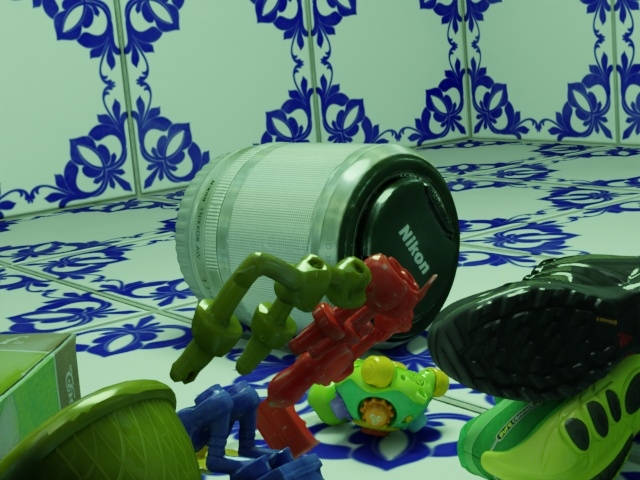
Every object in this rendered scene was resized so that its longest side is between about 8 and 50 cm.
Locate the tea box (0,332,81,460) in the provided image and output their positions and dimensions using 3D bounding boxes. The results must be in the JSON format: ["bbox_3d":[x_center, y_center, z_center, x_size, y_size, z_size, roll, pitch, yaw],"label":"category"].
[{"bbox_3d":[-0.291,0.183,0.486,0.329,0.219,0.323,-3,11,8],"label":"tea box"}]

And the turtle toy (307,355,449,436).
[{"bbox_3d":[0.042,0.132,1.017,0.095,0.066,0.130,17,-9,-41],"label":"turtle toy"}]

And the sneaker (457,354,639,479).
[{"bbox_3d":[0.203,0.113,0.933,0.124,0.109,0.296,7,16,34],"label":"sneaker"}]

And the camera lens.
[{"bbox_3d":[0.000,0.000,1.324,0.274,0.219,0.219,6,15,44],"label":"camera lens"}]

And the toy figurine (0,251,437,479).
[{"bbox_3d":[0.019,0.147,0.556,0.191,0.217,0.362,-37,-12,8],"label":"toy figurine"}]

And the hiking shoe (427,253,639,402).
[{"bbox_3d":[0.172,0.059,0.863,0.227,0.086,0.114,-8,7,-19],"label":"hiking shoe"}]
